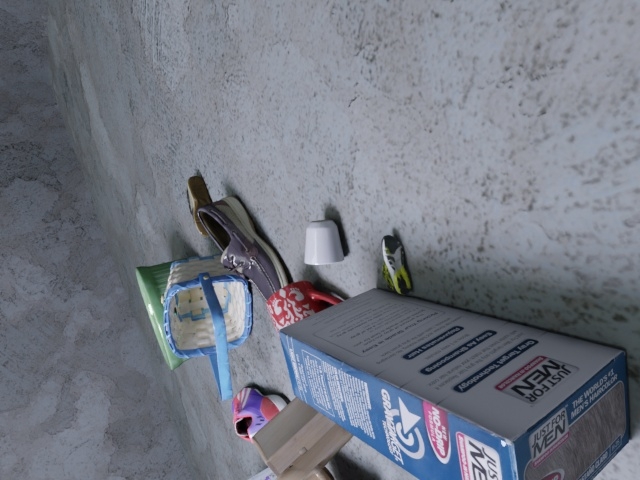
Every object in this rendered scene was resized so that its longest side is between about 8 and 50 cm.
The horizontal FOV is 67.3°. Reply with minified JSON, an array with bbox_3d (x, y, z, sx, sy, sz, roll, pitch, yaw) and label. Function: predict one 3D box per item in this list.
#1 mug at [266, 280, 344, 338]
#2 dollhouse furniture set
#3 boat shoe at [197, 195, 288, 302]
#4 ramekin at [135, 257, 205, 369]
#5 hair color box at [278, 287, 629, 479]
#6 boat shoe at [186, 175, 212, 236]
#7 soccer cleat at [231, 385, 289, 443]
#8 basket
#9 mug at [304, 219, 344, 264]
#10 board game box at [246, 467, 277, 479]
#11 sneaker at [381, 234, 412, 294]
[{"bbox_3d":[-0.002,0.152,0.819,0.169,0.150,0.113,59,-177,27],"label":"mug"},{"bbox_3d":[0.063,0.440,0.856,0.355,0.174,0.303,54,164,-13],"label":"dollhouse furniture set"},{"bbox_3d":[-0.161,0.028,0.981,0.285,0.093,0.102,56,146,23],"label":"boat shoe"},{"bbox_3d":[-0.405,0.197,1.371,0.303,0.148,0.303,46,147,44],"label":"ramekin"},{"bbox_3d":[0.117,0.154,0.538,0.347,0.174,0.105,8,113,56],"label":"hair color box"},{"bbox_3d":[-0.290,-0.080,1.169,0.049,0.056,0.152,-30,71,63],"label":"boat shoe"},{"bbox_3d":[-0.179,0.439,1.207,0.318,0.117,0.108,-20,89,59],"label":"soccer cleat"},{"bbox_3d":[-0.254,0.187,1.107,0.289,0.201,0.254,48,142,49],"label":"basket"},{"bbox_3d":[-0.001,0.001,0.753,0.078,0.062,0.064,5,102,50],"label":"mug"},{"bbox_3d":[-0.119,0.771,1.266,0.275,0.145,0.142,50,143,32],"label":"board game box"},{"bbox_3d":[0.094,0.034,0.646,0.035,0.031,0.083,-6,101,59],"label":"sneaker"}]
